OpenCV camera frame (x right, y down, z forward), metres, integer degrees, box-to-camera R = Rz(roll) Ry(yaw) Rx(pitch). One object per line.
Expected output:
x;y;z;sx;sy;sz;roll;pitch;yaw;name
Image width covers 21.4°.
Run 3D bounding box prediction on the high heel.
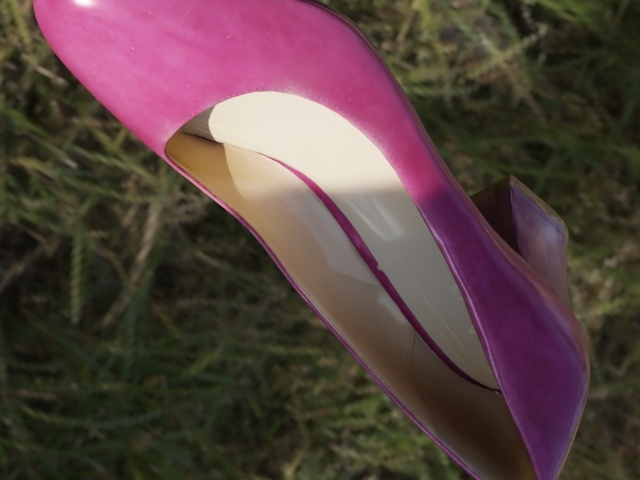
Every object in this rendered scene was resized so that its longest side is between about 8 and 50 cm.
0.000;0.000;0.577;0.244;0.082;0.117;35;44;-34;high heel
